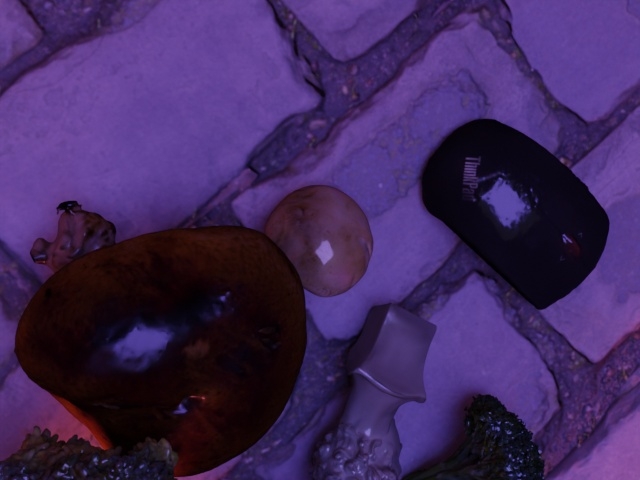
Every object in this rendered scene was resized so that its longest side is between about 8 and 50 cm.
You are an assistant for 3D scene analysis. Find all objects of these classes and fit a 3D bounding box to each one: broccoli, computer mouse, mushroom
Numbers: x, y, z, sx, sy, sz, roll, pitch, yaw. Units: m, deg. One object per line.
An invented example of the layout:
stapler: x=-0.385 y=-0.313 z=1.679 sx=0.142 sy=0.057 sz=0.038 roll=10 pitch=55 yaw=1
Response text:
broccoli: x=-0.261 y=0.321 z=1.097 sx=0.288 sy=0.259 sz=0.235 roll=1 pitch=125 yaw=7
computer mouse: x=0.268 y=-0.041 z=1.383 sx=0.269 sy=0.100 sz=0.170 roll=41 pitch=86 yaw=-15
mushroom: x=-0.180 y=0.104 z=1.226 sx=0.346 sy=0.259 sz=0.345 roll=-14 pitch=129 yaw=-18
mushroom: x=0.000 y=0.000 z=1.303 sx=0.148 sy=0.112 sz=0.148 roll=20 pitch=59 yaw=-36
broccoli: x=0.205 y=0.316 z=1.393 sx=0.194 sy=0.194 sz=0.219 roll=-38 pitch=127 yaw=-10

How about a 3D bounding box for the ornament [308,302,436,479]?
ornament: x=0.066 y=0.220 z=1.340 sx=0.130 sy=0.120 sz=0.285 roll=11 pitch=91 yaw=-15
